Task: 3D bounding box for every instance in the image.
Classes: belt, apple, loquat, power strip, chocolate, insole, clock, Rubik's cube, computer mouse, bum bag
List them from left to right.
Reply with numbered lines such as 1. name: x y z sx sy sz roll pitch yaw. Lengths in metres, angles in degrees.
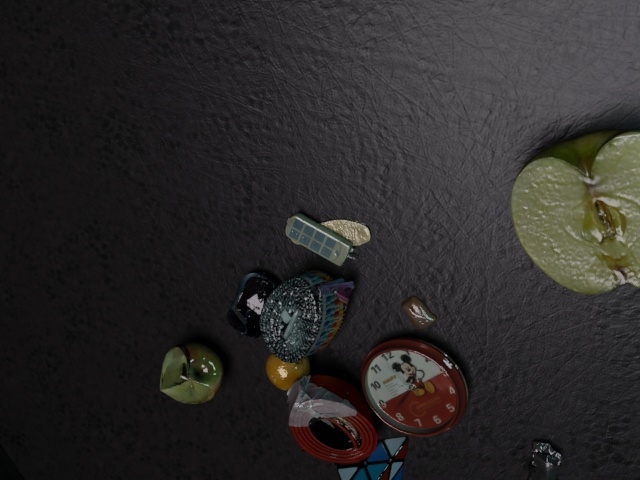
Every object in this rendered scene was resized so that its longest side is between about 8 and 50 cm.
1. apple: -0.420 0.431 2.131 0.207 0.174 0.188 51 139 -5
2. computer mouse: -0.206 0.206 1.994 0.137 0.096 0.233 25 116 11
3. loquat: -0.097 0.388 1.996 0.141 0.141 0.141 8 113 20
4. belt: -0.043 0.205 1.896 0.207 0.161 0.295 35 119 27
5. power strip: 0.000 0.000 1.853 0.227 0.029 0.080 29 122 9
6. insole: 0.023 -0.020 1.859 0.248 0.011 0.081 -2 110 24
7. belt: 0.026 0.534 1.949 0.227 0.115 0.324 -40 115 18
8. Rubik's cube: 0.183 0.693 1.994 0.284 0.250 0.234 43 101 8
9. clock: 0.268 0.423 1.893 0.319 0.080 0.318 11 115 24
10. chocolate: 0.273 0.205 1.833 0.064 0.031 0.100 -38 91 25
11. bum bag: 0.630 0.660 1.851 0.087 0.049 0.197 11 114 24
12. apple: 0.625 -0.055 1.444 0.312 0.320 0.360 -28 107 -10
